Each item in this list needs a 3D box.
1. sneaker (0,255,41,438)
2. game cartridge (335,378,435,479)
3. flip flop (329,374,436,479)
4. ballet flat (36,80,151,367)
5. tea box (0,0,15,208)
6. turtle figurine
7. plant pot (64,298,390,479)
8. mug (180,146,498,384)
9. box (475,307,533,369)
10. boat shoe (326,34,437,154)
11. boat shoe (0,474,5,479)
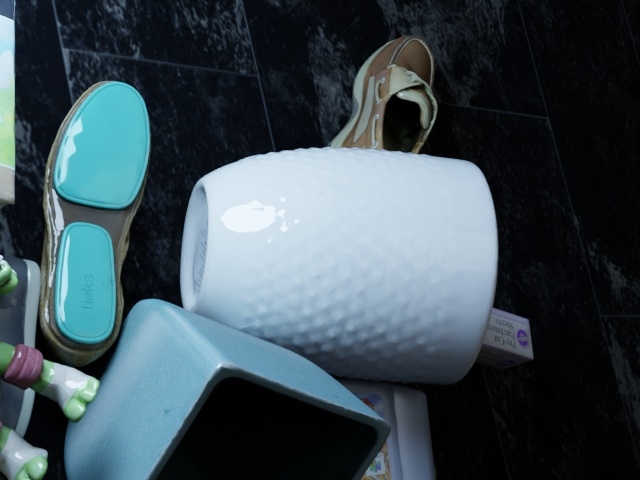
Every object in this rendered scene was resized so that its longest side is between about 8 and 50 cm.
[{"bbox_3d":[-0.362,0.120,1.813,0.118,0.083,0.222,11,67,-27],"label":"sneaker"},{"bbox_3d":[0.011,0.266,2.090,0.297,0.062,0.198,-3,87,-34],"label":"game cartridge"},{"bbox_3d":[0.067,0.223,2.218,0.277,0.080,0.112,48,43,-21],"label":"flip flop"},{"bbox_3d":[-0.261,-0.011,1.938,0.116,0.124,0.342,12,61,-21],"label":"ballet flat"},{"bbox_3d":[-0.488,-0.181,1.696,0.329,0.220,0.323,17,60,-43],"label":"tea box"},{"bbox_3d":[-0.347,0.119,1.648,0.266,0.274,0.198,35,50,-16],"label":"turtle figurine"},{"bbox_3d":[-0.130,0.201,1.867,0.248,0.247,0.252,24,13,-39],"label":"plant pot"},{"bbox_3d":[0.000,0.000,2.119,0.328,0.276,0.374,5,29,-16],"label":"mug"},{"bbox_3d":[0.166,0.111,2.397,0.324,0.063,0.067,19,59,-41],"label":"box"},{"bbox_3d":[0.110,-0.171,2.433,0.122,0.120,0.324,45,44,-24],"label":"boat shoe"},{"bbox_3d":[-0.300,0.375,1.665,0.110,0.121,0.341,-3,51,-54],"label":"boat shoe"}]
